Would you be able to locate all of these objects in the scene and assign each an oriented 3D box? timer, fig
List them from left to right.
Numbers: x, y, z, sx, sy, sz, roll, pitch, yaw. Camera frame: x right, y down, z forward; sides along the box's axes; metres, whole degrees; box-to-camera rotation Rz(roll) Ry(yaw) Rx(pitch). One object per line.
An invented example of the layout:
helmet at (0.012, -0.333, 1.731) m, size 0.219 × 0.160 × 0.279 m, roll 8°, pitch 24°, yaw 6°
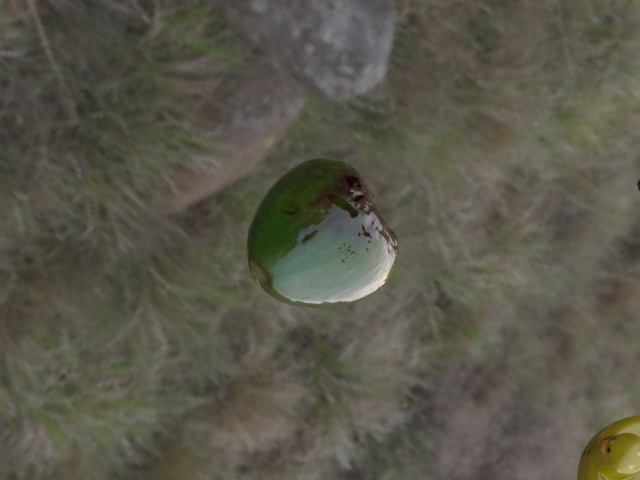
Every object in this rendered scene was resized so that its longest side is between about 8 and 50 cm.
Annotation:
fig at (0.000, 0.000, 1.688) m, size 0.191 × 0.181 × 0.181 m, roll -27°, pitch 146°, yaw -27°
timer at (0.263, 0.193, 1.146) m, size 0.107 × 0.107 × 0.109 m, roll -39°, pitch 175°, yaw -18°

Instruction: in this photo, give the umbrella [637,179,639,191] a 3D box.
umbrella at (0.591, -0.082, 2.339) m, size 0.036 × 0.133 × 0.031 m, roll -52°, pitch 153°, yaw -64°
